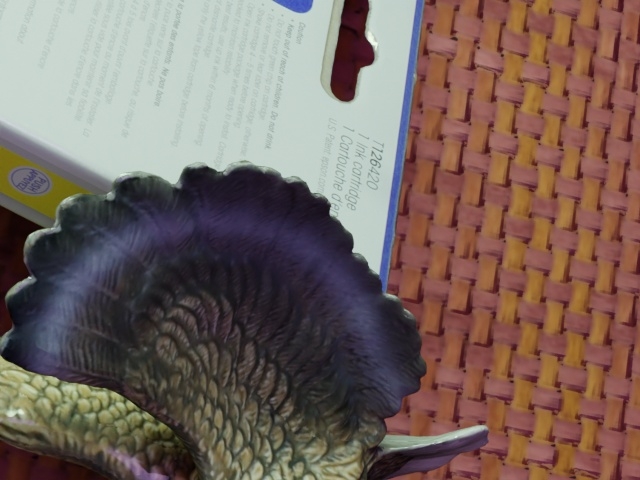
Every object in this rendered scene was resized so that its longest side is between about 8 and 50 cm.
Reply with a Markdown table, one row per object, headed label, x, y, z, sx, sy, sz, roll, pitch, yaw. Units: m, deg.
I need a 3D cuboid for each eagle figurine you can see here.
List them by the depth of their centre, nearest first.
| label | x | y | z | sx | sy | sz | roll | pitch | yaw |
| --- | --- | --- | --- | --- | --- | --- | --- | --- | --- |
| eagle figurine | -0.055 | 0.093 | 0.854 | 0.226 | 0.225 | 0.298 | -37 | 103 | -2 |

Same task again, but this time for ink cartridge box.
| label | x | y | z | sx | sy | sz | roll | pitch | yaw |
| --- | --- | --- | --- | --- | --- | --- | --- | --- | --- |
| ink cartridge box | -0.093 | -0.136 | 0.924 | 0.307 | 0.072 | 0.303 | 30 | 48 | -24 |

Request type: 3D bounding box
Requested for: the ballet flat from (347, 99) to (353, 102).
| label | x | y | z | sx | sy | sz | roll | pitch | yaw |
| --- | --- | --- | --- | --- | --- | --- | --- | --- | --- |
| ballet flat | 0.000 | 0.000 | 1.009 | 0.057 | 0.049 | 0.173 | 31 | 70 | -19 |
